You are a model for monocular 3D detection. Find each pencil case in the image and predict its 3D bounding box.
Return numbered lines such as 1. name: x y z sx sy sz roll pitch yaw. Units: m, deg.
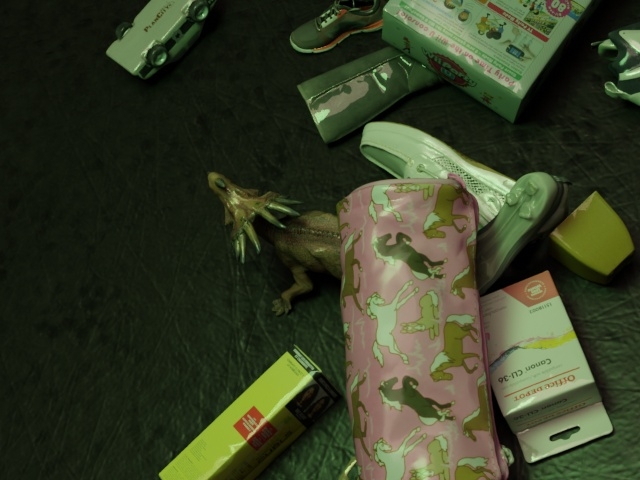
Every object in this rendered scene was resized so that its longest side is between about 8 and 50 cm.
1. pencil case: 0.113 0.114 1.461 0.160 0.167 0.386 -26 66 57

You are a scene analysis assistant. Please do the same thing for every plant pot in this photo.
1. plant pot: 0.335 0.006 1.552 0.081 0.081 0.083 -43 72 -5

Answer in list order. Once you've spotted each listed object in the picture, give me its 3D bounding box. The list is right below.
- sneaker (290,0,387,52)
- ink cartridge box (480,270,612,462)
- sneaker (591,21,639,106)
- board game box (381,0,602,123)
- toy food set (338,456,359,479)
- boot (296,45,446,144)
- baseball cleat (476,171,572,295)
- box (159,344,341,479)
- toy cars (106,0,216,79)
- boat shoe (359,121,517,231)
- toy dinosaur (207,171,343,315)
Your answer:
1. sneaker: 0.024 -0.329 1.872 0.158 0.065 0.061 -20 57 10
2. ink cartridge box: 0.256 0.149 1.506 0.115 0.067 0.198 -23 56 8
3. sneaker: 0.434 -0.272 1.656 0.153 0.094 0.235 12 77 18
4. board game box: 0.257 -0.347 1.724 0.224 0.097 0.303 35 77 10
5. toy food set: 0.078 0.310 1.517 0.122 0.019 0.078 26 72 22
6. boot: 0.065 -0.253 1.811 0.208 0.076 0.190 -26 60 13
7. baseball cleat: 0.231 0.003 1.547 0.206 0.109 0.072 -50 56 31
8. box: -0.085 0.239 1.581 0.232 0.087 0.058 -42 56 -6
9. toy cars: -0.223 -0.417 2.014 0.176 0.087 0.394 -6 63 24
10. boat shoe: 0.151 -0.067 1.651 0.277 0.098 0.096 28 77 29
11. toy dinosaur: 0.000 0.000 1.613 0.295 0.200 0.127 1 63 22
